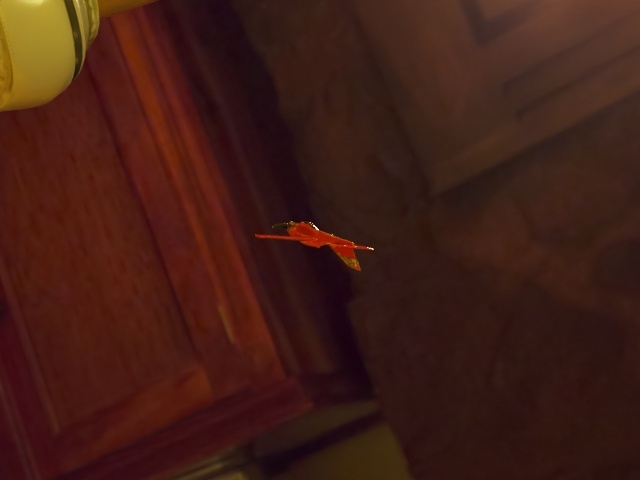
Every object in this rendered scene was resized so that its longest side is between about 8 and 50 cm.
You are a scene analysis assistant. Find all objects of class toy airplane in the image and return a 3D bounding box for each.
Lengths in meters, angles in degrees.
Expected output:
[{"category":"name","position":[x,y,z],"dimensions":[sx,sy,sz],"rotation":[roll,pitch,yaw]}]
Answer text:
[{"category":"toy airplane","position":[0.000,0.000,1.515],"dimensions":[0.151,0.028,0.151],"rotation":[15,-171,-2]}]

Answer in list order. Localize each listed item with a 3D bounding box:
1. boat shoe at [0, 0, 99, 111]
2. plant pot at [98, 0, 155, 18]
[{"category":"boat shoe","position":[-0.155,-0.144,0.611],"dimensions":[0.094,0.109,0.302],"rotation":[-17,-150,-21]},{"category":"plant pot","position":[-0.152,-0.285,0.974],"dimensions":[0.274,0.257,0.256],"rotation":[-30,165,29]}]
